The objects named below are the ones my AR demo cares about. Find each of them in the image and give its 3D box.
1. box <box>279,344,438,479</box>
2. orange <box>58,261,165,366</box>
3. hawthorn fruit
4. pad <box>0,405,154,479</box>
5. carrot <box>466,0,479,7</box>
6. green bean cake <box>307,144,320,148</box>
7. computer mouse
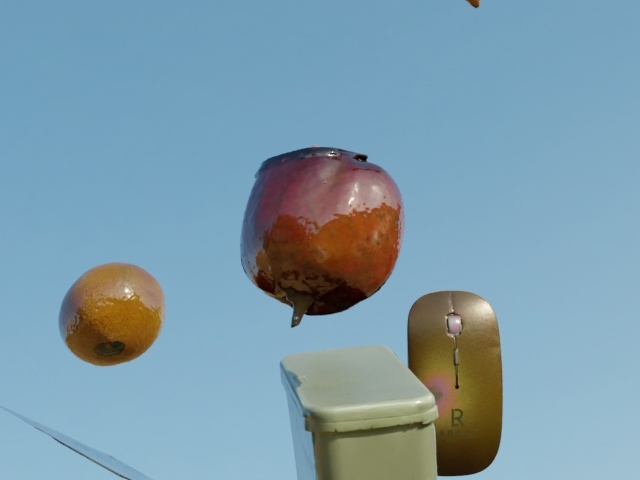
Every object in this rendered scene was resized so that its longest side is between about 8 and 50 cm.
[{"bbox_3d":[0.061,0.349,1.883,0.177,0.344,0.352,-8,8,-7],"label":"box"},{"bbox_3d":[-0.387,0.139,2.499,0.206,0.206,0.206,-13,-27,-7],"label":"orange"},{"bbox_3d":[0.000,0.000,1.754,0.215,0.249,0.215,14,-32,9],"label":"hawthorn fruit"},{"bbox_3d":[-0.295,0.321,1.935,0.247,0.007,0.367,22,-11,27],"label":"pad"},{"bbox_3d":[0.162,-0.441,1.838,0.062,0.271,0.066,-10,15,18],"label":"carrot"},{"bbox_3d":[-0.012,-0.091,2.371,0.056,0.135,0.136,-34,3,-31],"label":"green bean cake"},{"bbox_3d":[0.221,0.238,2.249,0.158,0.310,0.072,0,-3,-6],"label":"computer mouse"}]
